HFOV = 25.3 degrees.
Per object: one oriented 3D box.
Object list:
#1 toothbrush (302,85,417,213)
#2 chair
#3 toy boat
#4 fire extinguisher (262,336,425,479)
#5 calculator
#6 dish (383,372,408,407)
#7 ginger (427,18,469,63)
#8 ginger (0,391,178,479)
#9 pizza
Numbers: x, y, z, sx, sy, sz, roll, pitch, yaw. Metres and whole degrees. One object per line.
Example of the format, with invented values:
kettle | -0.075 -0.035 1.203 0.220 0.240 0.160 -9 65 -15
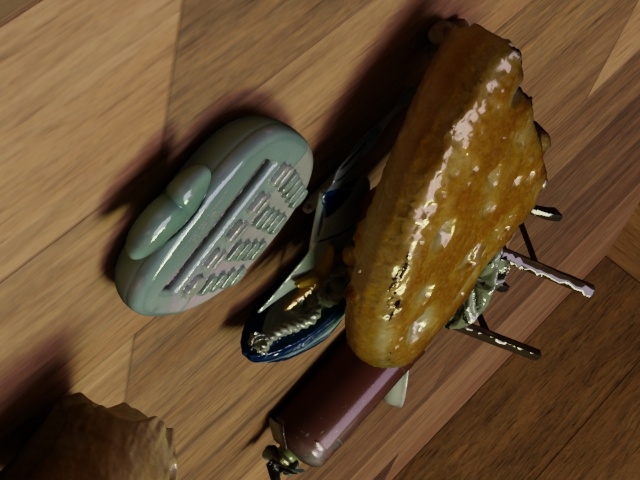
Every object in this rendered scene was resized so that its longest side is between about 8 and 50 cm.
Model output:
toothbrush | 0.038 -0.087 1.355 0.162 0.014 0.017 -49 180 -5
chair | 0.152 0.017 1.733 0.160 0.319 0.186 -57 -152 30
toy boat | 0.000 0.000 1.382 0.220 0.067 0.291 -44 159 -28
fire extinguisher | 0.017 0.213 1.863 0.269 0.105 0.105 -46 165 -11
calculator | -0.082 -0.018 1.117 0.184 0.042 0.295 -52 168 6
dish | 0.081 0.161 2.001 0.141 0.078 0.141 -175 -90 -89
ginger | 0.113 -0.181 1.314 0.097 0.030 0.048 -26 131 -67
ginger | -0.224 0.228 1.122 0.276 0.130 0.221 -33 -152 6
pizza | 0.117 -0.039 1.355 0.278 0.114 0.409 -42 157 -39
